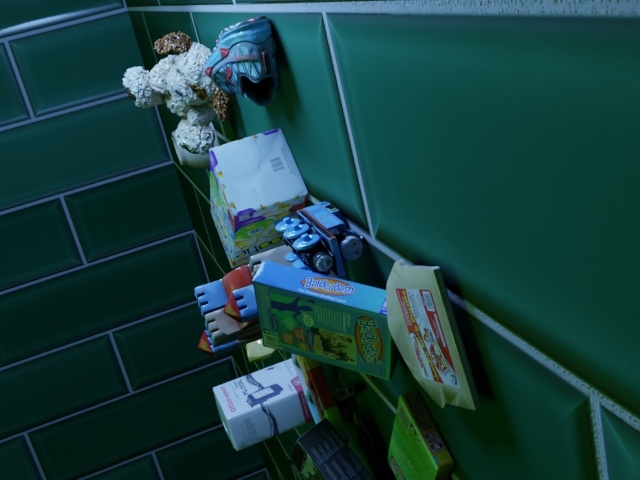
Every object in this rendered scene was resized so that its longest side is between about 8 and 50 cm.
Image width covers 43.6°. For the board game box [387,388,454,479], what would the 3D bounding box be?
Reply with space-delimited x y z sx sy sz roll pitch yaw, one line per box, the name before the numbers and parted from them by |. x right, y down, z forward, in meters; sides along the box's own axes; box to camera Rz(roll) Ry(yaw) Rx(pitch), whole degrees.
board game box | 0.150 0.345 1.245 0.259 0.039 0.124 94 154 -52

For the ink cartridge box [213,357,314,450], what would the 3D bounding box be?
ink cartridge box | -0.133 0.404 2.000 0.172 0.237 0.100 -140 34 -65

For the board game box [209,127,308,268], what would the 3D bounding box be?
board game box | -0.126 -0.073 1.542 0.275 0.142 0.144 107 142 -67

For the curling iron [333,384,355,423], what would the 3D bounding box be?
curling iron | 0.050 0.318 1.597 0.274 0.035 0.068 104 146 -68

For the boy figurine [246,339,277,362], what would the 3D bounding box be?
boy figurine | -0.183 0.235 2.240 0.285 0.092 0.177 -113 3 -46

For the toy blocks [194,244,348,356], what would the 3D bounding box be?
toy blocks | -0.108 0.109 1.462 0.381 0.260 0.191 115 134 -70

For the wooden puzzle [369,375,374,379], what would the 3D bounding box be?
wooden puzzle | 0.080 0.211 1.399 0.049 0.006 0.083 -123 20 -45

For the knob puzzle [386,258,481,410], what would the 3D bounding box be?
knob puzzle | 0.134 0.113 0.995 0.213 0.030 0.213 161 90 -72

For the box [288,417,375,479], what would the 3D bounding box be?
box | 0.066 0.503 1.536 0.307 0.076 0.242 50 161 14

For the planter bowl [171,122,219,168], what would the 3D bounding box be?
planter bowl | -0.351 -0.270 2.235 0.162 0.109 0.162 160 90 -76

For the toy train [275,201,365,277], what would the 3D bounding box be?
toy train | 0.000 0.000 1.223 0.184 0.105 0.080 -140 30 -66

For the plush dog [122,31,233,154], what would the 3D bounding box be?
plush dog | -0.283 -0.354 1.804 0.262 0.210 0.225 45 154 -9

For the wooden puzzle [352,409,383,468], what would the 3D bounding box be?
wooden puzzle | 0.090 0.396 1.590 0.116 0.014 0.079 -134 28 -60

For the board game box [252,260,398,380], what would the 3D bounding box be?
board game box | 0.011 0.119 1.178 0.160 0.210 0.047 87 -157 -46

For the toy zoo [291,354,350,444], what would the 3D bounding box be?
toy zoo | -0.012 0.311 1.700 0.192 0.030 0.293 97 153 -63

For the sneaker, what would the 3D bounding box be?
sneaker | -0.132 -0.282 1.376 0.262 0.104 0.125 156 93 -77
